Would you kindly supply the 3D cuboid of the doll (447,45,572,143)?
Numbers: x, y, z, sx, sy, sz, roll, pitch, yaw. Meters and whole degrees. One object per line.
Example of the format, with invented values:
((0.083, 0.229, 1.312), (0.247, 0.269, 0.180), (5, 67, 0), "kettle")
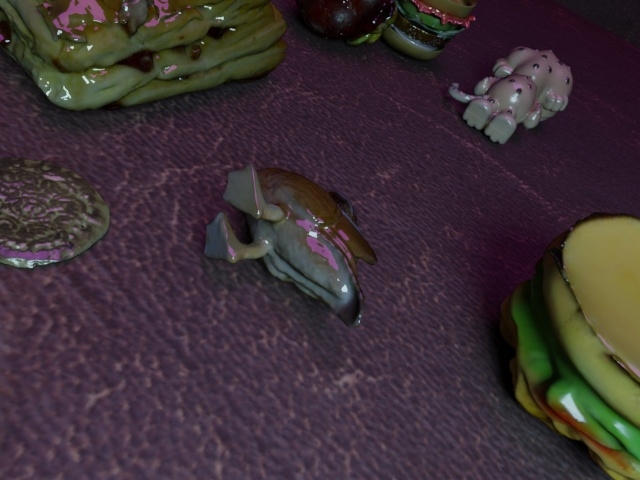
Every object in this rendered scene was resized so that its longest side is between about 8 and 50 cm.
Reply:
((0.344, -0.262, 0.865), (0.278, 0.119, 0.154), (-31, 67, -35), "doll")

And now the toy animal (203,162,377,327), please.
((0.000, 0.000, 0.424), (0.179, 0.089, 0.188), (1, 41, -49), "toy animal")

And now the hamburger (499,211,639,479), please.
((0.272, 0.100, 0.425), (0.237, 0.149, 0.237), (9, 45, -10), "hamburger")

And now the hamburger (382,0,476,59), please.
((0.183, -0.410, 0.890), (0.175, 0.137, 0.175), (16, 47, -18), "hamburger")

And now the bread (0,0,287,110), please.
((-0.197, -0.289, 0.527), (0.277, 0.167, 0.325), (45, 42, 17), "bread")

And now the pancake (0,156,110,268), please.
((-0.220, -0.023, 0.366), (0.115, 0.011, 0.115), (16, 43, -15), "pancake")

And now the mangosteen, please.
((0.048, -0.398, 0.799), (0.180, 0.166, 0.166), (33, 34, -35), "mangosteen")
